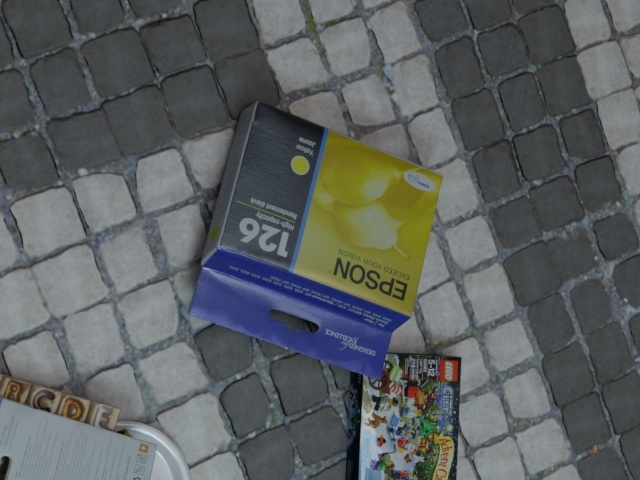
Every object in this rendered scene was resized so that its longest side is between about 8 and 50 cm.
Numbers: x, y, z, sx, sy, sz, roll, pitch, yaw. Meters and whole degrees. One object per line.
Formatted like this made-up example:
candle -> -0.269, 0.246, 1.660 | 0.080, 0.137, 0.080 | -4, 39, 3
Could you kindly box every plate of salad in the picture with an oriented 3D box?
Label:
plate of salad -> -0.259, 0.335, 1.735 | 0.200, 0.048, 0.199 | 1, 87, -23

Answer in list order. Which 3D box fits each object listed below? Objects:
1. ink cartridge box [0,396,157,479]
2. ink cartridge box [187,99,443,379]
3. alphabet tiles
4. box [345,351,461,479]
ink cartridge box -> -0.317, 0.312, 1.609 | 0.208, 0.045, 0.206 | 21, 51, -15
ink cartridge box -> 0.000, 0.000, 1.833 | 0.304, 0.072, 0.307 | 20, 68, -21
alphabet tiles -> -0.358, 0.286, 1.686 | 0.237, 0.009, 0.198 | 18, 79, -8
box -> 0.119, 0.278, 1.905 | 0.159, 0.044, 0.233 | 4, 85, -23
